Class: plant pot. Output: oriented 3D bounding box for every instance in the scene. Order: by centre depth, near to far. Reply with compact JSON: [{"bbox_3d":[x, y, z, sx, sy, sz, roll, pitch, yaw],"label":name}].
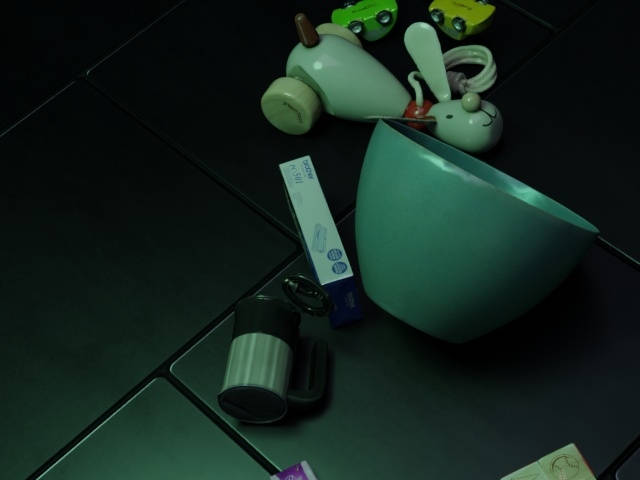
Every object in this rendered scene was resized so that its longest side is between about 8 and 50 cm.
[{"bbox_3d":[0.156,0.006,1.659,0.290,0.290,0.195,32,101,30],"label":"plant pot"}]

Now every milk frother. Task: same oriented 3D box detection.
[{"bbox_3d":[-0.051,0.125,1.658,0.129,0.143,0.134,4,51,5],"label":"milk frother"}]

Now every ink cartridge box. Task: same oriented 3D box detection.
[{"bbox_3d":[0.000,0.000,1.774,0.046,0.097,0.207,-18,52,-3],"label":"ink cartridge box"}]

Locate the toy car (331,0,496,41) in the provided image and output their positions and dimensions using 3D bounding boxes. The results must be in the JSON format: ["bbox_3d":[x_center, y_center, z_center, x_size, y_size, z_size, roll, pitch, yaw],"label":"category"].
[{"bbox_3d":[0.128,-0.339,2.032,0.225,0.053,0.239,-18,42,3],"label":"toy car"}]

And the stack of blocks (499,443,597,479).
[{"bbox_3d":[0.154,0.343,1.436,0.297,0.171,0.087,-24,52,-7],"label":"stack of blocks"}]

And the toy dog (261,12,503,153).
[{"bbox_3d":[0.079,-0.226,1.891,0.334,0.161,0.220,0,53,11],"label":"toy dog"}]

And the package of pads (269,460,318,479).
[{"bbox_3d":[-0.018,0.296,1.592,0.050,0.032,0.083,-25,53,-12],"label":"package of pads"}]
